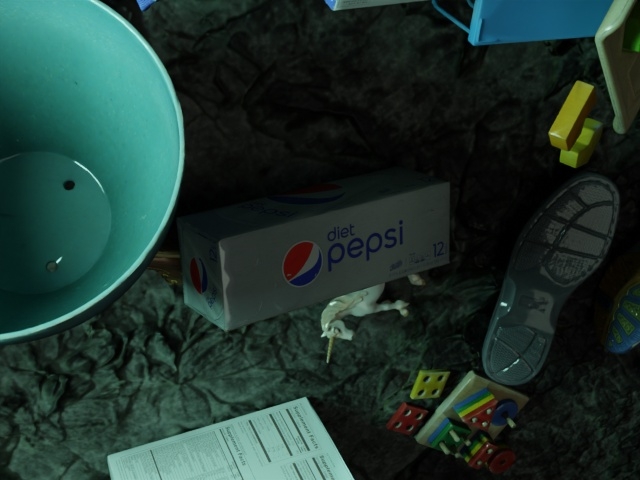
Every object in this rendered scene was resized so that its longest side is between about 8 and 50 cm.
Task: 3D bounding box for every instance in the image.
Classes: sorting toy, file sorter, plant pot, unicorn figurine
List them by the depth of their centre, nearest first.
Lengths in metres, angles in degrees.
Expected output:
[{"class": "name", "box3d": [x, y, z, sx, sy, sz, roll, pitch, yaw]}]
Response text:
[{"class": "plant pot", "box3d": [-0.253, -0.042, 0.807, 0.290, 0.290, 0.195, -23, 167, -11]}, {"class": "file sorter", "box3d": [0.209, -0.272, 0.956, 0.170, 0.104, 0.118, -8, 127, -21]}, {"class": "sorting toy", "box3d": [0.329, -0.199, 0.993, 0.307, 0.041, 0.229, -60, 153, -8]}, {"class": "unicorn figurine", "box3d": [0.062, 0.064, 1.163, 0.111, 0.060, 0.161, 9, 102, -31]}, {"class": "sorting toy", "box3d": [0.218, 0.260, 1.386, 0.275, 0.046, 0.132, 27, 108, -37]}]

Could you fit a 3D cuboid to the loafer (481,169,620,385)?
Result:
[{"class": "loafer", "box3d": [0.281, 0.039, 1.246, 0.109, 0.095, 0.302, 20, 111, -3]}]

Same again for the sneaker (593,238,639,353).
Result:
[{"class": "sneaker", "box3d": [0.479, 0.032, 1.310, 0.131, 0.112, 0.296, 4, 122, -30]}]

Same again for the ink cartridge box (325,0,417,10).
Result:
[{"class": "ink cartridge box", "box3d": [0.100, -0.248, 0.791, 0.207, 0.046, 0.097, -13, 143, -26]}]

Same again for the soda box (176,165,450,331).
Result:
[{"class": "soda box", "box3d": [0.000, 0.000, 1.008, 0.286, 0.091, 0.098, -16, 114, -31]}]

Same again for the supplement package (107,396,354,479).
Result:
[{"class": "supplement package", "box3d": [-0.099, 0.359, 1.194, 0.263, 0.198, 0.199, -14, 128, -18]}]

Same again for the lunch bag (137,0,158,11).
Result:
[{"class": "lunch bag", "box3d": [-0.121, -0.363, 0.722, 0.221, 0.138, 0.293, -31, 122, 0]}]

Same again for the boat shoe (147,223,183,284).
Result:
[{"class": "boat shoe", "box3d": [-0.147, 0.020, 1.014, 0.178, 0.064, 0.060, 5, 119, -33]}]
